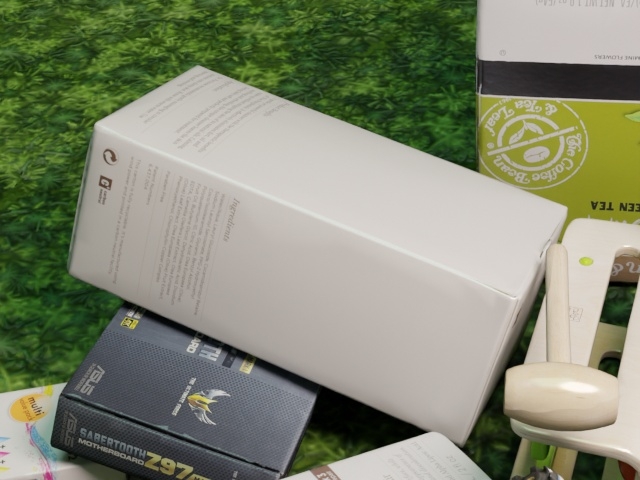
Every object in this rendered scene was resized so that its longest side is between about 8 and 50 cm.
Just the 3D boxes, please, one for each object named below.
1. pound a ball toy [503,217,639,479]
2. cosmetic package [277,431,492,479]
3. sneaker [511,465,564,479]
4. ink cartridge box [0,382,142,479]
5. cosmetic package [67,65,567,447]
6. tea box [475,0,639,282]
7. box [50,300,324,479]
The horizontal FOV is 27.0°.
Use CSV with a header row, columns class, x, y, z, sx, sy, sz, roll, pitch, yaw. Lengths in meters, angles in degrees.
class,x,y,z,sx,sy,sz,roll,pitch,yaw
pound a ball toy,0.229,0.096,1.025,0.136,0.208,0.319,10,38,15
cosmetic package,0.014,0.225,0.958,0.231,0.085,0.117,-13,27,-24
sneaker,0.118,0.265,0.878,0.086,0.085,0.237,29,71,-18
ink cartridge box,-0.214,0.173,1.101,0.181,0.061,0.104,-9,37,-6
cosmetic package,0.000,0.000,1.120,0.366,0.155,0.197,24,28,14
tea box,0.315,-0.145,1.240,0.329,0.323,0.220,3,37,11
box,-0.092,0.113,1.107,0.183,0.059,0.232,20,32,5
